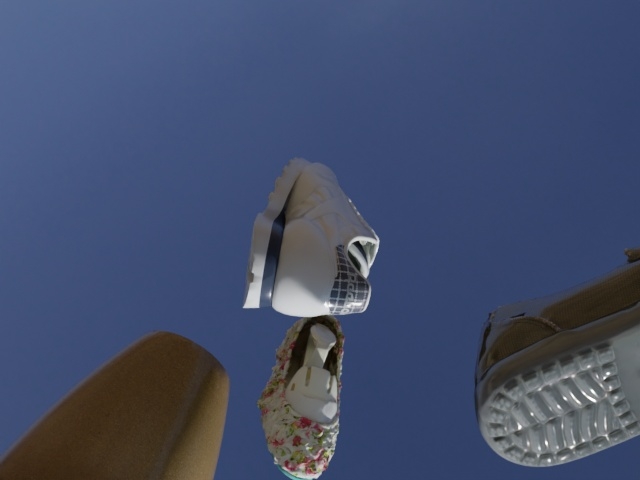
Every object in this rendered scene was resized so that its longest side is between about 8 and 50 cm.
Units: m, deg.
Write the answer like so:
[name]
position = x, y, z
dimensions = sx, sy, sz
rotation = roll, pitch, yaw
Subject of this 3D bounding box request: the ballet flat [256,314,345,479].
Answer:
[ballet flat]
position = -0.014, 0.147, 1.159
dimensions = 0.241, 0.091, 0.077
rotation = -90, -156, -61

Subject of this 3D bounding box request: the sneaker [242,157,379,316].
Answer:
[sneaker]
position = 0.000, 0.000, 0.892
dimensions = 0.095, 0.090, 0.235
rotation = 7, -155, 3

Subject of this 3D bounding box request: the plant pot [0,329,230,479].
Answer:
[plant pot]
position = -0.207, 0.230, 1.190
dimensions = 0.237, 0.237, 0.254
rotation = -7, -139, 39

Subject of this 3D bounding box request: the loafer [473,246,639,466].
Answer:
[loafer]
position = 0.188, 0.028, 0.547
dimensions = 0.251, 0.094, 0.087
rotation = -17, -146, -1
